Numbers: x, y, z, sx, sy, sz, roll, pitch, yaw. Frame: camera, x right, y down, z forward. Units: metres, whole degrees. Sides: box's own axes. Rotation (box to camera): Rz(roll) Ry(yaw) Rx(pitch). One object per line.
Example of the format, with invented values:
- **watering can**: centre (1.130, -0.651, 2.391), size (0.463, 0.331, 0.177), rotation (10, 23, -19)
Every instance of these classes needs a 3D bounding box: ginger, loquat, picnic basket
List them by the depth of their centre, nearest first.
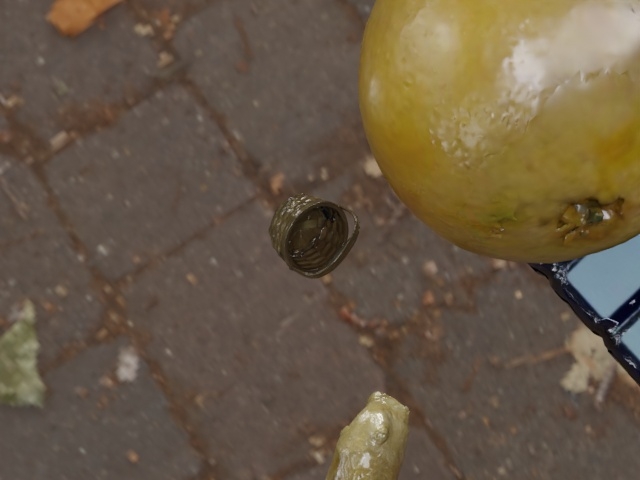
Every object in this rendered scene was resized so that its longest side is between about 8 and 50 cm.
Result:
- **loquat**: centre (0.151, -0.111, 1.168), size (0.263, 0.263, 0.263), rotation (-8, 58, 14)
- **picnic basket**: centre (0.000, 0.000, 1.424), size (0.072, 0.072, 0.083), rotation (-46, 34, -11)
- **ginger**: centre (0.040, 0.398, 1.938), size (0.122, 0.348, 0.363), rotation (2, 42, -3)

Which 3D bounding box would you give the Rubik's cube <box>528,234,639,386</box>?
- **Rubik's cube**: centre (0.358, -0.032, 1.519), size (0.283, 0.288, 0.293), rotation (46, 106, 14)
